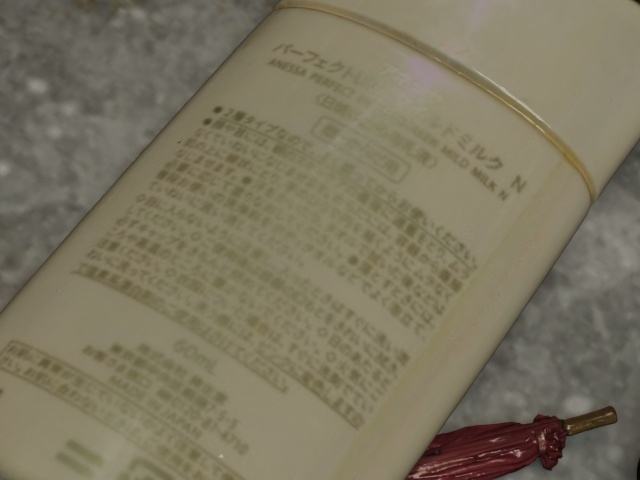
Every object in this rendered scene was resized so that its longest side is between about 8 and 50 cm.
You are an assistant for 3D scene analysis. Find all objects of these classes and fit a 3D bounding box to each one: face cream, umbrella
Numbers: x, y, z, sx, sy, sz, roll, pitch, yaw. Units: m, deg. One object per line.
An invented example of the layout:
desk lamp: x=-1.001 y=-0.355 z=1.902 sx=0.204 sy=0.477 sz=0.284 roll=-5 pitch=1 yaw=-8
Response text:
face cream: x=0.000 y=0.000 z=0.806 sx=0.173 sy=0.081 sz=0.348 roll=30 pitch=62 yaw=14
umbrella: x=0.049 y=0.096 z=0.811 sx=0.165 sy=0.025 sz=0.027 roll=-13 pitch=85 yaw=-15

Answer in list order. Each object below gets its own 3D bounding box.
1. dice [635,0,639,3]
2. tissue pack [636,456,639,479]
dice: x=0.288 y=-0.221 z=0.873 sx=0.270 sy=0.270 sz=0.271 roll=3 pitch=66 yaw=-12
tissue pack: x=0.313 y=0.074 z=0.680 sx=0.277 sy=0.387 sz=0.267 roll=45 pitch=62 yaw=8
